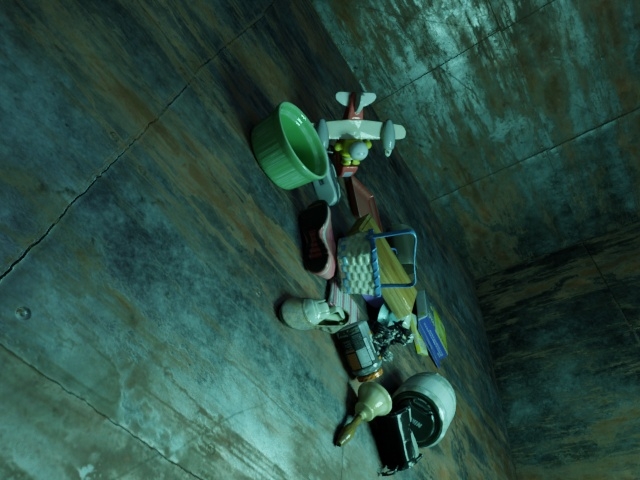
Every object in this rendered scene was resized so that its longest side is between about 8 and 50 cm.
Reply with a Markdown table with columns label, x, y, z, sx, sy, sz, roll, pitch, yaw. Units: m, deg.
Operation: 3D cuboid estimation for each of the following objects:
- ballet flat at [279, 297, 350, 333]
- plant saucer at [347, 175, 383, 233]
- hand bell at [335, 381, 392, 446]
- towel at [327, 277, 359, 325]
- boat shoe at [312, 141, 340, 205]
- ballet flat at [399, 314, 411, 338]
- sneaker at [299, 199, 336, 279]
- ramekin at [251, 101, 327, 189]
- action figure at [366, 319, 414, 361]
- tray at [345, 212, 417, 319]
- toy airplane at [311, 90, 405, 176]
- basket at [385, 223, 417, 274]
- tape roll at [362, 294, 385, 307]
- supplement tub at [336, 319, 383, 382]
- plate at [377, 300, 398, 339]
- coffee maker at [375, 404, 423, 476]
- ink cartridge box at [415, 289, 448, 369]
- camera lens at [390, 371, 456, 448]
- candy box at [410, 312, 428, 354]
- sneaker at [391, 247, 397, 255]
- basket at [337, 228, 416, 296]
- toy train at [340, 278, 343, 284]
| label | x | y | z | sx | sy | sz | roll | pitch | yaw |
| --- | --- | --- | --- | --- | --- | --- | --- | --- | --- |
| ballet flat | -0.003 | 0.227 | 1.435 | 0.316 | 0.106 | 0.108 | 22 | 49 | -56 |
| plant saucer | 0.219 | -0.171 | 2.309 | 0.258 | 0.047 | 0.259 | 33 | 39 | -49 |
| hand bell | 0.117 | 0.559 | 1.415 | 0.242 | 0.126 | 0.126 | -29 | 94 | -53 |
| towel | 0.088 | 0.247 | 1.698 | 0.197 | 0.029 | 0.144 | 53 | 25 | -27 |
| boat shoe | 0.015 | -0.293 | 1.941 | 0.102 | 0.108 | 0.302 | -10 | 79 | -65 |
| ballet flat | 0.379 | 0.333 | 2.131 | 0.086 | 0.086 | 0.249 | 4 | 64 | -62 |
| sneaker | -0.001 | 0.000 | 1.675 | 0.136 | 0.115 | 0.314 | 48 | 35 | -54 |
| ramekin | -0.116 | -0.334 | 1.664 | 0.303 | 0.148 | 0.304 | 44 | 32 | -38 |
| action figure | 0.272 | 0.388 | 1.785 | 0.275 | 0.164 | 0.141 | 21 | 18 | -48 |
| tray | 0.264 | 0.102 | 1.899 | 0.411 | 0.076 | 0.203 | 57 | 27 | -8 |
| toy airplane | 0.154 | -0.477 | 2.050 | 0.384 | 0.386 | 0.273 | 41 | 22 | -41 |
| basket | 0.439 | 0.057 | 2.427 | 0.204 | 0.154 | 0.227 | 40 | 38 | -43 |
| tape roll | 0.241 | 0.152 | 2.010 | 0.275 | 0.090 | 0.275 | 44 | 32 | -37 |
| supplement tub | 0.138 | 0.380 | 1.567 | 0.117 | 0.116 | 0.191 | -11 | 78 | -65 |
| plate | 0.294 | 0.331 | 1.920 | 0.188 | 0.024 | 0.189 | -17 | 112 | -51 |
| coffee maker | 0.256 | 0.660 | 1.524 | 0.171 | 0.120 | 0.179 | -1 | 76 | -66 |
| ink cartridge box | 0.597 | 0.470 | 2.431 | 0.304 | 0.072 | 0.307 | 60 | 20 | -25 |
| camera lens | 0.384 | 0.628 | 1.710 | 0.274 | 0.219 | 0.220 | -1 | 69 | -64 |
| candy box | 0.488 | 0.472 | 2.289 | 0.105 | 0.027 | 0.206 | 35 | 38 | -54 |
| sneaker | 0.321 | 0.090 | 2.247 | 0.232 | 0.081 | 0.091 | 1 | 69 | -56 |
| basket | 0.208 | 0.076 | 1.676 | 0.201 | 0.288 | 0.255 | -80 | 167 | -56 |
| toy train | 0.111 | 0.123 | 1.828 | 0.125 | 0.046 | 0.167 | 20 | 51 | -58 |
